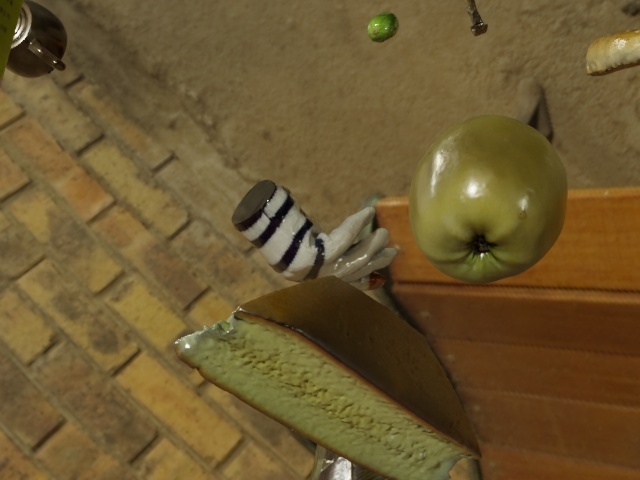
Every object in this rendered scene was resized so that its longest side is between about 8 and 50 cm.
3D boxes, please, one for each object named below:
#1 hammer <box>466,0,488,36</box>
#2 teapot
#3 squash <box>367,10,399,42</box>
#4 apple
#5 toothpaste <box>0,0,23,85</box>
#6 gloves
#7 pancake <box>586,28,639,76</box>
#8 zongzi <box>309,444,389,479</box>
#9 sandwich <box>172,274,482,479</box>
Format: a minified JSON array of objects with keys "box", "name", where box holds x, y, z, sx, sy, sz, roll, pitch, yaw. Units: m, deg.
[{"box":[0.226,-0.474,1.504,0.027,0.125,0.297,-20,128,9],"name":"hammer"},{"box":[-0.306,-0.209,0.925,0.121,0.076,0.068,40,-178,22],"name":"teapot"},{"box":[0.058,-0.194,0.811,0.027,0.089,0.027,3,111,9],"name":"squash"},{"box":[0.263,-0.059,1.414,0.262,0.262,0.262,25,139,25],"name":"apple"},{"box":[-0.279,-0.136,0.611,0.110,0.327,0.077,6,166,15],"name":"toothpaste"},{"box":[-0.004,0.010,1.175,0.219,0.131,0.140,42,146,-20],"name":"gloves"},{"box":[0.599,-0.304,1.358,0.387,0.387,0.082,3,103,42],"name":"pancake"},{"box":[-0.005,0.246,0.920,0.084,0.184,0.187,99,153,-68],"name":"zongzi"},{"box":[0.015,0.100,0.692,0.094,0.096,0.258,-34,125,31],"name":"sandwich"}]
